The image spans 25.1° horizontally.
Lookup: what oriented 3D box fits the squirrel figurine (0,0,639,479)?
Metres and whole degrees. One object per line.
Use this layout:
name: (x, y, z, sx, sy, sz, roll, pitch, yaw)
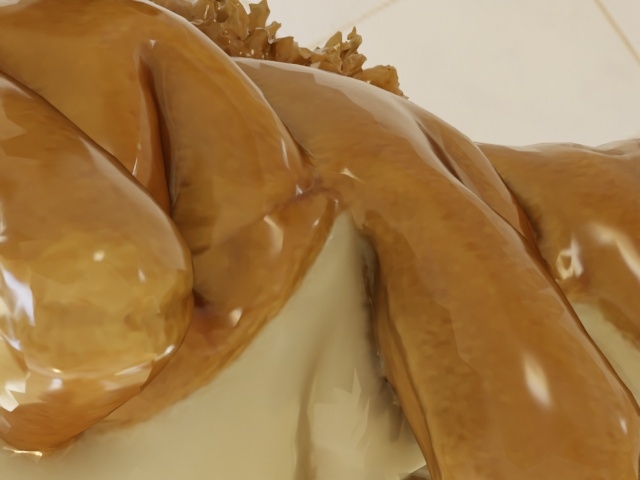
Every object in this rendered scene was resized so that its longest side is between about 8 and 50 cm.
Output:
squirrel figurine: (0.000, 0.000, 0.579, 0.370, 0.397, 0.281, -9, 127, -27)
